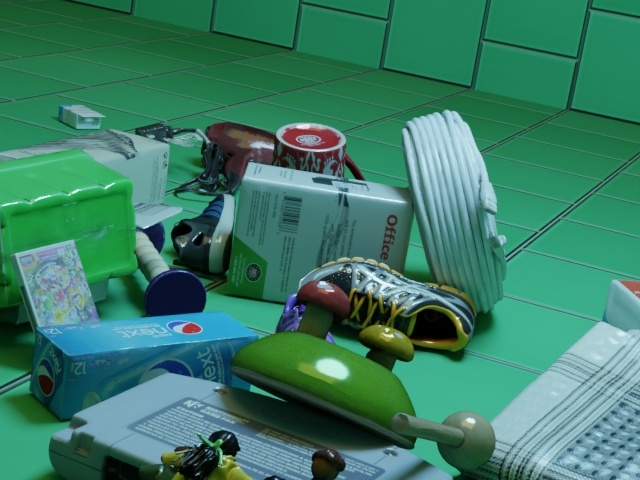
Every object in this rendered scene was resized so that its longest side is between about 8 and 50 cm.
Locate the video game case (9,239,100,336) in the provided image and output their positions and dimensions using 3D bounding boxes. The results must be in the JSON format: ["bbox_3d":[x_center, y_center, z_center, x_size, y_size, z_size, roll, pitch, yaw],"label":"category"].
[{"bbox_3d":[-0.260,0.065,1.370,0.011,0.122,0.087,-18,0,32],"label":"video game case"}]

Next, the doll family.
[{"bbox_3d":[-0.059,0.193,1.005,0.193,0.076,0.111,18,60,20],"label":"doll family"}]

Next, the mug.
[{"bbox_3d":[-0.011,-0.066,1.799,0.113,0.169,0.150,20,31,25],"label":"mug"}]

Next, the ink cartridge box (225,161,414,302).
[{"bbox_3d":[0.000,0.000,1.659,0.208,0.153,0.087,10,16,-1],"label":"ink cartridge box"}]

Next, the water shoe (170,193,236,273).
[{"bbox_3d":[-0.153,-0.017,1.775,0.080,0.072,0.203,5,16,-4],"label":"water shoe"}]

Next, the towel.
[{"bbox_3d":[0.338,0.174,1.265,0.312,0.056,0.324,15,29,38],"label":"towel"}]

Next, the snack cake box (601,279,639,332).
[{"bbox_3d":[0.485,0.119,1.627,0.264,0.089,0.152,5,18,-13],"label":"snack cake box"}]

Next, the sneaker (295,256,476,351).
[{"bbox_3d":[0.078,0.077,1.566,0.215,0.084,0.083,9,21,-4],"label":"sneaker"}]

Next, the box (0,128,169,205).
[{"bbox_3d":[-0.325,-0.083,1.869,0.113,0.094,0.275,15,17,21],"label":"box"}]

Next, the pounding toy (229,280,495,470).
[{"bbox_3d":[0.041,0.111,1.232,0.237,0.110,0.183,16,-13,37],"label":"pounding toy"}]

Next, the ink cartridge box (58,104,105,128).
[{"bbox_3d":[-0.416,-0.214,2.387,0.048,0.028,0.083,-5,21,-39],"label":"ink cartridge box"}]

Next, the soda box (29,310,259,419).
[{"bbox_3d":[-0.168,0.117,1.315,0.210,0.067,0.071,-4,21,-37],"label":"soda box"}]

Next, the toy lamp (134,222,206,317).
[{"bbox_3d":[-0.202,0.021,1.612,0.080,0.080,0.275,2,18,-23],"label":"toy lamp"}]

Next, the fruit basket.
[{"bbox_3d":[-0.387,-0.006,1.533,0.353,0.165,0.327,0,10,39],"label":"fruit basket"}]

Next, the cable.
[{"bbox_3d":[0.163,-0.031,1.695,0.089,0.257,0.257,-13,50,2],"label":"cable"}]

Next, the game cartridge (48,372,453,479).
[{"bbox_3d":[-0.051,0.193,1.148,0.297,0.062,0.198,17,14,25],"label":"game cartridge"}]

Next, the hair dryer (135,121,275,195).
[{"bbox_3d":[-0.134,-0.115,2.175,0.294,0.080,0.223,-9,39,-33],"label":"hair dryer"}]

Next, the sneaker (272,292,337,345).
[{"bbox_3d":[-0.015,0.102,1.445,0.068,0.071,0.170,3,18,-19],"label":"sneaker"}]
